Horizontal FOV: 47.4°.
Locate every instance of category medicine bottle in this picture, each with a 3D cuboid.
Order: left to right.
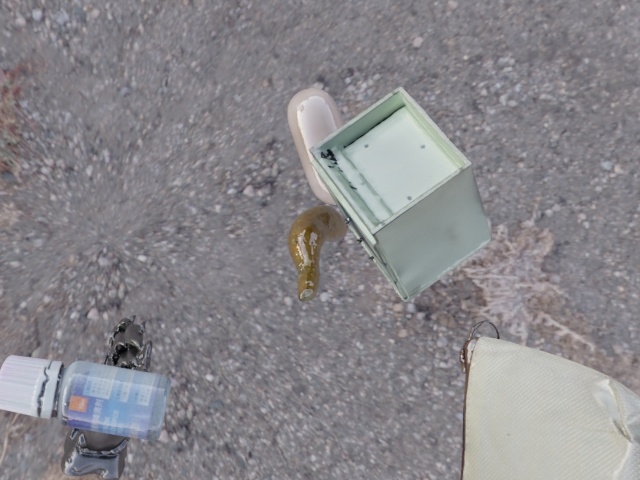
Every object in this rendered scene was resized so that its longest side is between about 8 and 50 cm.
[{"bbox_3d":[-0.292,0.191,0.906,0.203,0.083,0.084,13,86,-7],"label":"medicine bottle"}]

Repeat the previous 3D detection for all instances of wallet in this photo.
[{"bbox_3d":[0.233,0.265,0.756,0.068,0.274,0.336,6,89,-33],"label":"wallet"}]

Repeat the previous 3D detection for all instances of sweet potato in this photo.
[{"bbox_3d":[-0.005,-0.004,1.347,0.079,0.346,0.108,-31,102,24],"label":"sweet potato"}]

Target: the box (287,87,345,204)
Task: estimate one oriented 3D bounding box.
[{"bbox_3d":[0.008,-0.157,1.226,0.088,0.146,0.200,-19,92,10],"label":"box"}]

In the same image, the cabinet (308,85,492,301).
[{"bbox_3d":[0.101,-0.049,0.905,0.150,0.206,0.145,-35,59,1],"label":"cabinet"}]

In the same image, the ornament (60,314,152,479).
[{"bbox_3d":[-0.327,0.226,1.182,0.106,0.251,0.260,16,121,-18],"label":"ornament"}]
